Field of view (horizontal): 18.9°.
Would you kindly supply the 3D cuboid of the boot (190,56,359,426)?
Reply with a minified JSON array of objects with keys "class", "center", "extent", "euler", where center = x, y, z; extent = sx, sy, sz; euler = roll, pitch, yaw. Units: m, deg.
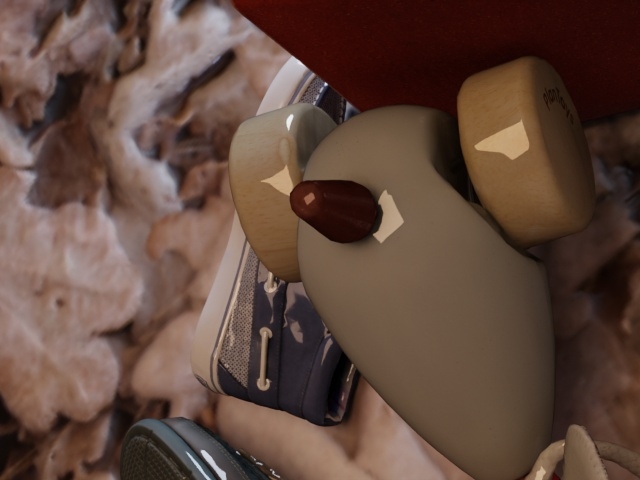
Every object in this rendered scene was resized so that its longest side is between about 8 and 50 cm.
[{"class":"boot","center":[0.000,0.000,1.012],"extent":[0.086,0.069,0.190],"euler":[18,96,26]}]

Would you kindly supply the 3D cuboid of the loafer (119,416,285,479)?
[{"class":"loafer","center":[-0.009,0.190,0.971],"extent":[0.267,0.084,0.096],"euler":[51,137,34]}]

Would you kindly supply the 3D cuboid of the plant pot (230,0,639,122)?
[{"class":"plant pot","center":[0.124,-0.200,0.878],"extent":[0.236,0.267,0.267],"euler":[0,78,20]}]

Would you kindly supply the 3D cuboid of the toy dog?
[{"class":"toy dog","center":[0.059,0.073,0.836],"extent":[0.220,0.161,0.333],"euler":[-38,82,26]}]
